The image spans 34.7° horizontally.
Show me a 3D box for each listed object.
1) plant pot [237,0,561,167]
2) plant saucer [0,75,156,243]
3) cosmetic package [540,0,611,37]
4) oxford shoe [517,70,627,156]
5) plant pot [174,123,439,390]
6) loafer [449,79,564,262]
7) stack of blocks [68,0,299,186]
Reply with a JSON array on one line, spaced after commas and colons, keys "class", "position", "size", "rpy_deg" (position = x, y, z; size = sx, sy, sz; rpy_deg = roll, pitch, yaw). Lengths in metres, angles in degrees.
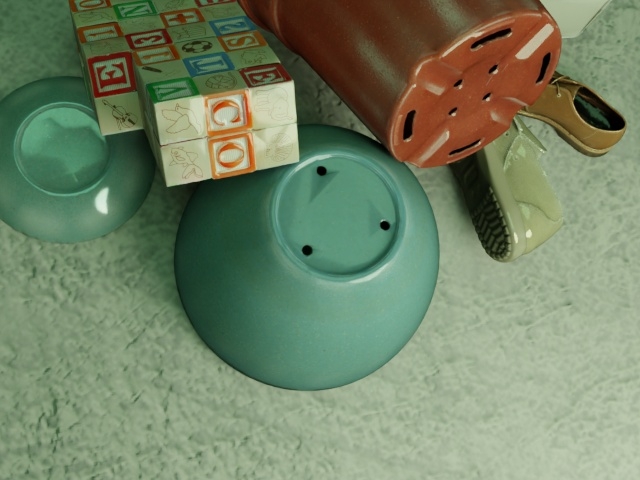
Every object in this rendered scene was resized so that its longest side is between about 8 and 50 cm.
[{"class": "plant pot", "position": [0.089, -0.235, 1.049], "size": [0.272, 0.272, 0.265], "rpy_deg": [-26, 61, -16]}, {"class": "plant saucer", "position": [-0.276, -0.095, 1.108], "size": [0.195, 0.037, 0.194], "rpy_deg": [2, 75, -9]}, {"class": "cosmetic package", "position": [0.236, -0.407, 1.245], "size": [0.160, 0.113, 0.309], "rpy_deg": [-3, 77, -11]}, {"class": "oxford shoe", "position": [0.269, -0.180, 1.212], "size": [0.212, 0.076, 0.076], "rpy_deg": [29, 74, 0]}, {"class": "plant pot", "position": [0.000, 0.000, 1.052], "size": [0.290, 0.195, 0.290], "rpy_deg": [3, 76, -10]}, {"class": "loafer", "position": [0.200, -0.105, 1.169], "size": [0.092, 0.102, 0.268], "rpy_deg": [-9, 75, -22]}, {"class": "stack of blocks", "position": [-0.146, -0.167, 1.031], "size": [0.171, 0.087, 0.297], "rpy_deg": [-13, 35, -13]}]
